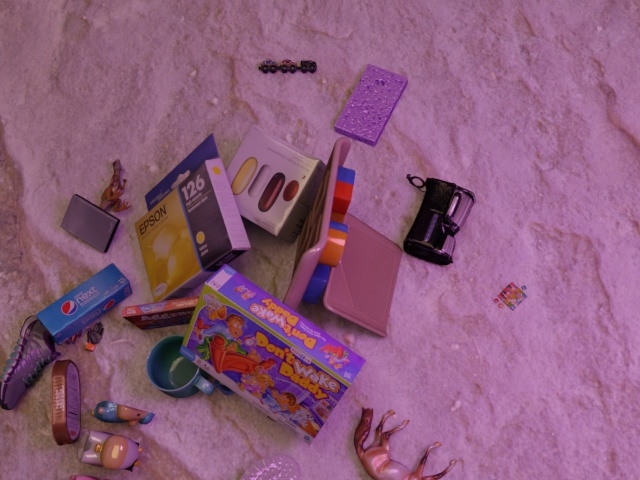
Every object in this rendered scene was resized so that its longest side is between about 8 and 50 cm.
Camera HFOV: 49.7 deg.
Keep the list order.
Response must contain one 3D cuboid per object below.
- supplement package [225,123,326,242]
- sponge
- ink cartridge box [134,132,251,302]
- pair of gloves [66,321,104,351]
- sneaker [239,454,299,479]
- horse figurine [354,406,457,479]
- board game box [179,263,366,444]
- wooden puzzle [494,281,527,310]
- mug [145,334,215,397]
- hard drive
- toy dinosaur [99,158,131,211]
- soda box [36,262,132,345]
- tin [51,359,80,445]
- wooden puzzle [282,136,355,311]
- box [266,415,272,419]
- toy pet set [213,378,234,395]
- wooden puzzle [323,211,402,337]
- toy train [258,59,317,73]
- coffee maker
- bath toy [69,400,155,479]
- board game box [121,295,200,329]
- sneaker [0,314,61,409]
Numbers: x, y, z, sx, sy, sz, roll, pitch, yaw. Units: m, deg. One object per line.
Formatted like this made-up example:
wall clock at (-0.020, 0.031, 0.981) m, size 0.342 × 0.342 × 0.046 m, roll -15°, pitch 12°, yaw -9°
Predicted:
supplement package at (-0.113, -0.133, 1.650) m, size 0.194 × 0.149 × 0.203 m, roll 29°, pitch 91°, yaw 14°
sponge at (0.132, -0.354, 1.801) m, size 0.117 × 0.031 × 0.210 m, roll 24°, pitch 73°, yaw 12°
ink cartridge box at (-0.319, -0.048, 1.616) m, size 0.303 × 0.072 × 0.307 m, roll -35°, pitch 68°, yaw 35°
pair of gloves at (-0.562, 0.219, 1.642) m, size 0.083 × 0.010 × 0.074 m, roll 20°, pitch 66°, yaw -8°
sneaker at (-0.147, 0.546, 1.472) m, size 0.235 × 0.095 × 0.090 m, roll -30°, pitch 65°, yaw -28°
horse figurine at (0.167, 0.477, 1.481) m, size 0.263 × 0.066 × 0.174 m, roll 37°, pitch 71°, yaw 13°
board game box at (-0.108, 0.238, 1.424) m, size 0.347 × 0.233 × 0.078 m, roll 33°, pitch 40°, yaw 8°
wooden puzzle at (0.449, 0.130, 1.616) m, size 0.083 × 0.006 × 0.049 m, roll -42°, pitch 73°, yaw -11°
mug at (-0.310, 0.299, 1.553) m, size 0.129 × 0.097 × 0.158 m, roll -23°, pitch 62°, yaw -1°
hard drive at (-0.571, -0.042, 1.716) m, size 0.135 × 0.022 × 0.094 m, roll 30°, pitch 105°, yaw 8°
toy dinosaur at (-0.538, -0.101, 1.753) m, size 0.112 × 0.064 × 0.212 m, roll 15°, pitch 74°, yaw 43°
soda box at (-0.551, 0.148, 1.623) m, size 0.210 × 0.067 × 0.071 m, roll -38°, pitch 72°, yaw -26°
tin at (-0.571, 0.362, 1.552) m, size 0.040 × 0.106 × 0.190 m, roll -8°, pitch 70°, yaw 1°
wooden puzzle at (0.000, 0.000, 1.489) m, size 0.080 × 0.322 × 0.348 m, roll 19°, pitch 49°, yaw -4°
box at (-0.062, 0.329, 1.552) m, size 0.054 × 0.059 × 0.169 m, roll 21°, pitch 73°, yaw 9°
toy pet set at (-0.188, 0.295, 1.587) m, size 0.122 × 0.065 × 0.114 m, roll 13°, pitch 37°, yaw 6°
wooden puzzle at (0.095, 0.079, 1.572) m, size 0.044 × 0.221 × 0.239 m, roll -9°, pitch 62°, yaw 41°
toy train at (-0.088, -0.471, 1.861) m, size 0.158 × 0.027 × 0.036 m, roll 0°, pitch 67°, yaw 4°
coffee maker at (0.262, -0.047, 1.649) m, size 0.171 × 0.120 × 0.178 m, roll 14°, pitch 69°, yaw 34°
bath toy at (-0.467, 0.529, 1.480) m, size 0.129 × 0.151 × 0.348 m, roll 23°, pitch 70°, yaw -25°
board game box at (-0.294, 0.161, 1.585) m, size 0.281 × 0.145 × 0.027 m, roll -8°, pitch 69°, yaw 1°
sneaker at (-0.665, 0.286, 1.602) m, size 0.098 × 0.083 × 0.224 m, roll 11°, pitch 71°, yaw 3°
